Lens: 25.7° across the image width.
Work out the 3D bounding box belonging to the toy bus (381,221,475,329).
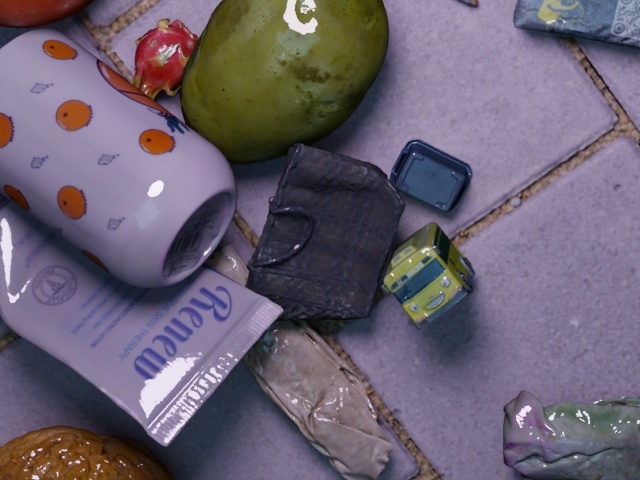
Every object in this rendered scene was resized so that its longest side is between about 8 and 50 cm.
[{"bbox_3d":[0.138,0.043,1.809,0.088,0.175,0.101,-37,95,13],"label":"toy bus"}]

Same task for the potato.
[{"bbox_3d":[-0.048,-0.222,1.742,0.216,0.216,0.304,44,111,-6],"label":"potato"}]

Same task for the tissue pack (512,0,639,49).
[{"bbox_3d":[0.354,-0.374,1.729,0.185,0.081,0.257,11,105,2],"label":"tissue pack"}]

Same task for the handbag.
[{"bbox_3d":[0.000,0.000,1.809,0.175,0.089,0.270,6,120,-21],"label":"handbag"}]

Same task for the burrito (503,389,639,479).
[{"bbox_3d":[0.360,0.278,1.892,0.228,0.089,0.144,3,102,3],"label":"burrito"}]

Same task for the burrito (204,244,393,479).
[{"bbox_3d":[-0.035,0.171,1.908,0.117,0.076,0.392,-39,97,10],"label":"burrito"}]

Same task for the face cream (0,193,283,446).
[{"bbox_3d":[-0.282,0.069,1.815,0.420,0.137,0.235,32,64,20],"label":"face cream"}]

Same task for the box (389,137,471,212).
[{"bbox_3d":[0.144,-0.081,1.838,0.099,0.054,0.074,26,107,-2],"label":"box"}]

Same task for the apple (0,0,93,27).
[{"bbox_3d":[-0.359,-0.384,1.713,0.216,0.260,0.261,-14,102,-4],"label":"apple"}]

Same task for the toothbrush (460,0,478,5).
[{"bbox_3d":[0.065,-0.387,1.786,0.321,0.023,0.031,30,112,-1],"label":"toothbrush"}]

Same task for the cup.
[{"bbox_3d":[-0.270,-0.090,1.740,0.317,0.212,0.212,36,106,16],"label":"cup"}]

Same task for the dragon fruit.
[{"bbox_3d":[-0.206,-0.230,1.821,0.086,0.081,0.116,42,93,19],"label":"dragon fruit"}]

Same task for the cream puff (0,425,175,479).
[{"bbox_3d":[-0.338,0.428,1.927,0.327,0.231,0.343,-4,104,3],"label":"cream puff"}]
